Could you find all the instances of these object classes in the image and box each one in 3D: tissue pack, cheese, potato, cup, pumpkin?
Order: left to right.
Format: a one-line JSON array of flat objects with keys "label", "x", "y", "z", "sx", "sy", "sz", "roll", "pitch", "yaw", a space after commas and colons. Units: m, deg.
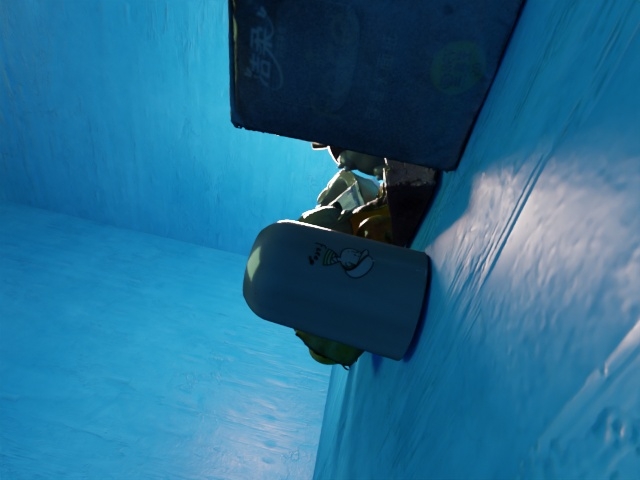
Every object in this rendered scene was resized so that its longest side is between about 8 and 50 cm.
[{"label": "cup", "x": 0.025, "y": 0.085, "z": 0.769, "sx": 0.205, "sy": 0.312, "sz": 0.205, "roll": 15, "pitch": -90, "yaw": -86}, {"label": "tissue pack", "x": 0.085, "y": -0.128, "z": 1.557, "sx": 0.193, "sy": 0.026, "sz": 0.122, "roll": -39, "pitch": 46, "yaw": 35}, {"label": "potato", "x": 0.071, "y": 0.156, "z": 1.103, "sx": 0.237, "sy": 0.301, "sz": 0.288, "roll": -48, "pitch": 24, "yaw": 10}, {"label": "cheese", "x": 0.108, "y": -0.111, "z": 1.669, "sx": 0.292, "sy": 0.153, "sz": 0.332, "roll": -33, "pitch": 49, "yaw": 40}, {"label": "tissue pack", "x": 0.060, "y": -0.286, "z": 0.640, "sx": 0.124, "sy": 0.394, "sz": 0.288, "roll": -74, "pitch": -3, "yaw": -48}, {"label": "pumpkin", "x": 0.162, "y": -0.079, "z": 1.281, "sx": 0.278, "sy": 0.163, "sz": 0.111, "roll": 101, "pitch": -171, "yaw": -50}]

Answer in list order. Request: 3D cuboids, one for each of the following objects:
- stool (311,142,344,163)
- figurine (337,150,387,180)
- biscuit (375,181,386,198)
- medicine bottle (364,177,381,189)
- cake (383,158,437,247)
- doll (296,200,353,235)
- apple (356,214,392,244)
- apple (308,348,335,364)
[{"label": "stool", "x": 0.112, "y": -0.430, "z": 1.661, "sx": 0.178, "sy": 0.272, "sz": 0.272, "roll": 30, "pitch": 111, "yaw": 54}, {"label": "figurine", "x": 0.230, "y": -0.393, "z": 1.495, "sx": 0.380, "sy": 0.248, "sz": 0.203, "roll": -62, "pitch": -22, "yaw": -12}, {"label": "biscuit", "x": 0.238, "y": -0.142, "z": 1.500, "sx": 0.118, "sy": 0.061, "sz": 0.183, "roll": 102, "pitch": 180, "yaw": -59}, {"label": "medicine bottle", "x": 0.217, "y": -0.208, "z": 1.933, "sx": 0.293, "sy": 0.170, "sz": 0.170, "roll": -54, "pitch": -23, "yaw": -80}, {"label": "cake", "x": 0.180, "y": -0.082, "z": 0.904, "sx": 0.295, "sy": 0.113, "sz": 0.115, "roll": 88, "pitch": -164, "yaw": -58}, {"label": "doll", "x": 0.000, "y": 0.000, "z": 1.211, "sx": 0.235, "sy": 0.174, "sz": 0.330, "roll": -39, "pitch": -3, "yaw": 0}, {"label": "apple", "x": 0.158, "y": -0.009, "z": 1.099, "sx": 0.102, "sy": 0.126, "sz": 0.126, "roll": -21, "pitch": 53, "yaw": 66}, {"label": "apple", "x": 0.058, "y": 0.392, "z": 1.719, "sx": 0.261, "sy": 0.194, "sz": 0.260, "roll": 15, "pitch": -90, "yaw": -89}]
